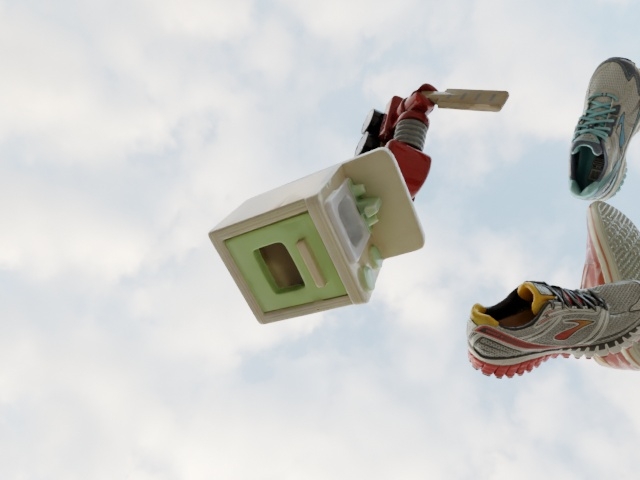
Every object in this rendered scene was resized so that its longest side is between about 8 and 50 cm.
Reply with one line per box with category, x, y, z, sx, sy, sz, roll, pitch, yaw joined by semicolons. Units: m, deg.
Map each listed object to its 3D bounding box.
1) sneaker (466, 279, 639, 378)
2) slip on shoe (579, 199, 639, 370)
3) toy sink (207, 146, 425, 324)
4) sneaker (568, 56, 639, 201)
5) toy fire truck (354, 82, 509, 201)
sneaker;0.286;0.091;0.518;0.225;0.088;0.092;-18;-68;0
slip on shoe;0.509;0.069;0.764;0.123;0.101;0.331;20;-121;-14
toy sink;0.000;0.000;0.568;0.234;0.131;0.152;-16;-70;25
sneaker;0.553;-0.211;0.845;0.110;0.122;0.282;17;-68;51
toy fire truck;0.176;-0.176;0.754;0.159;0.246;0.217;22;-115;-12
